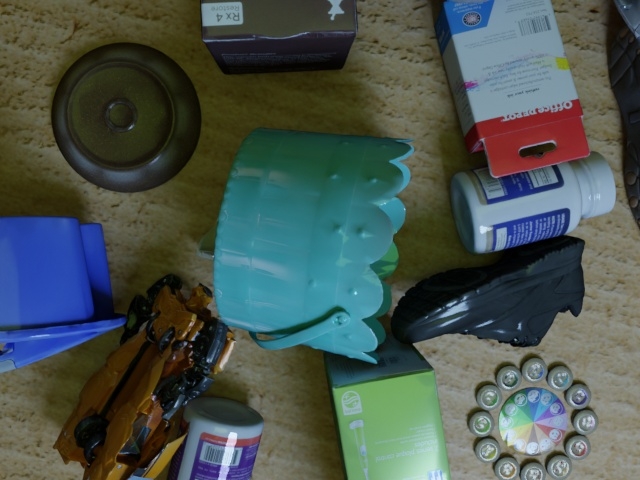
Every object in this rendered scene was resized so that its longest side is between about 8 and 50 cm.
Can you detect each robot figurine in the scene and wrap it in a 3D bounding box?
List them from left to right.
[{"bbox_3d":[-0.216,0.184,0.842,0.085,0.211,0.291,36,88,-43],"label":"robot figurine"}]

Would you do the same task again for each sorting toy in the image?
[{"bbox_3d":[-0.113,-0.008,0.887,0.083,0.045,0.075,6,81,24],"label":"sorting toy"}]

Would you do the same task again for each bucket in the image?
[{"bbox_3d":[0.000,0.000,0.782,0.182,0.281,0.282,9,94,9],"label":"bucket"}]

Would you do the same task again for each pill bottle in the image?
[{"bbox_3d":[-0.147,0.315,0.878,0.108,0.108,0.194,14,94,-3],"label":"pill bottle"},{"bbox_3d":[0.272,-0.054,0.867,0.186,0.112,0.112,-13,94,-1],"label":"pill bottle"}]

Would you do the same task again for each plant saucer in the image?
[{"bbox_3d":[-0.258,-0.162,0.876,0.198,0.036,0.199,0,93,-2],"label":"plant saucer"}]

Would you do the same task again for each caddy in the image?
[{"bbox_3d":[-0.404,0.069,0.785,0.341,0.241,0.179,-2,88,-4],"label":"caddy"}]

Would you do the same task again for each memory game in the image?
[{"bbox_3d":[0.299,0.257,0.939,0.186,0.012,0.186,0,94,-3],"label":"memory game"}]

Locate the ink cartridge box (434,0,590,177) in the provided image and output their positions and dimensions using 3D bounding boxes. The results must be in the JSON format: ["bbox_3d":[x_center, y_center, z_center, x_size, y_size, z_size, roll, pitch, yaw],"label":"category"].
[{"bbox_3d":[0.242,-0.197,0.854,0.134,0.078,0.231,-13,84,-1],"label":"ink cartridge box"}]

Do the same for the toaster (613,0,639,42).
[{"bbox_3d":[0.452,-0.315,0.773,0.226,0.146,0.129,-15,71,-17],"label":"toaster"}]

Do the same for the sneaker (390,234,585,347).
[{"bbox_3d":[0.229,0.089,0.863,0.286,0.109,0.130,-18,103,-12],"label":"sneaker"}]

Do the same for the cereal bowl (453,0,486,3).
[{"bbox_3d":[0.115,-0.421,0.742,0.141,0.339,0.339,-16,95,22],"label":"cereal bowl"}]

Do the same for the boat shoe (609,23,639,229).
[{"bbox_3d":[0.469,-0.131,0.867,0.116,0.123,0.325,-10,96,-4],"label":"boat shoe"}]

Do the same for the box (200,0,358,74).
[{"bbox_3d":[-0.050,-0.299,0.791,0.168,0.203,0.167,-3,94,-3],"label":"box"}]

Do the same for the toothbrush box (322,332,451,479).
[{"bbox_3d":[0.086,0.278,0.836,0.122,0.206,0.284,-9,94,-2],"label":"toothbrush box"}]
